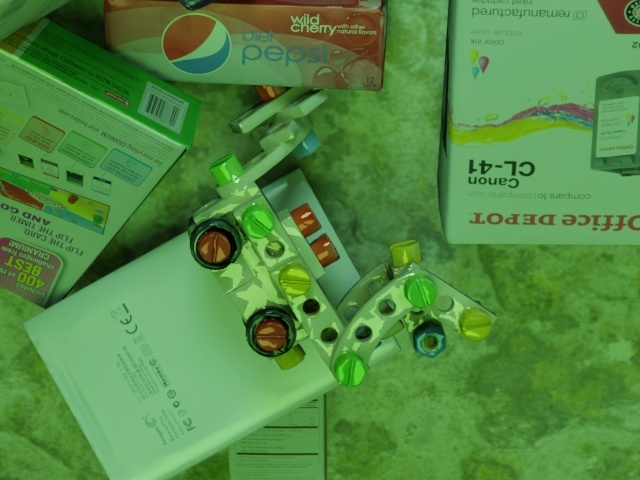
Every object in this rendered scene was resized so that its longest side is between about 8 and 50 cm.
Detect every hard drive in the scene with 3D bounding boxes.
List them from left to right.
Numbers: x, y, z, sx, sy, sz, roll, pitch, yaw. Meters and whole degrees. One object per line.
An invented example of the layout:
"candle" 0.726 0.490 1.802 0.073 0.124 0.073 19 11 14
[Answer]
"hard drive" -0.109 0.096 1.986 0.319 0.040 0.210 -29 91 2

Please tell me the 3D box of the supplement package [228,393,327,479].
"supplement package" -0.046 0.180 2.098 0.105 0.105 0.179 0 123 1

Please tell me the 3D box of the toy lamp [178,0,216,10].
"toy lamp" -0.025 -0.307 1.761 0.275 0.080 0.080 -37 116 8

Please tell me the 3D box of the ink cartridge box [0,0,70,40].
"ink cartridge box" -0.242 -0.268 1.683 0.119 0.353 0.207 57 149 -3

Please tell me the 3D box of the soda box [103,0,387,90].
"soda box" -0.069 -0.202 1.859 0.263 0.083 0.092 2 123 1

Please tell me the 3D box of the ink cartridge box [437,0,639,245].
"ink cartridge box" 0.230 -0.152 1.858 0.226 0.131 0.306 1 122 1

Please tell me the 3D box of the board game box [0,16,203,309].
"board game box" -0.293 -0.080 1.903 0.242 0.064 0.316 28 137 -16

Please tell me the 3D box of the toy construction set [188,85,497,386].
"toy construction set" 0.000 0.000 1.882 0.215 0.151 0.327 -31 91 2
